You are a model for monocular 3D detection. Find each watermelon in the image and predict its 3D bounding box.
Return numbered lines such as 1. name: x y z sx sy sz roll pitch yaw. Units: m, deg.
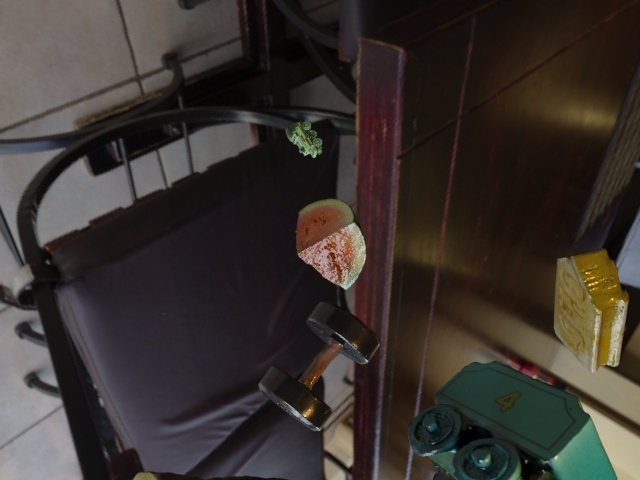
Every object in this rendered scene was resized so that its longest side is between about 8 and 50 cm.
1. watermelon: 0.000 0.000 0.812 0.094 0.135 0.125 -28 138 -27

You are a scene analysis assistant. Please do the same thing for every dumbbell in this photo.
1. dumbbell: -0.001 0.245 1.099 0.218 0.152 0.152 -52 147 -16

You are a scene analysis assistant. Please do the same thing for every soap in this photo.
1. soap: 0.569 0.133 1.186 0.080 0.160 0.257 -16 122 -4

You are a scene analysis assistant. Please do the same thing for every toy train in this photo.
1. toy train: 0.182 0.207 0.563 0.154 0.198 0.107 -35 109 -17
2. toy train: -0.031 -0.208 1.156 0.053 0.083 0.033 -27 166 -17

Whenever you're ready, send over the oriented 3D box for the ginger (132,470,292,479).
1. ginger: -0.022 0.263 0.460 0.270 0.219 0.123 13 87 -32
